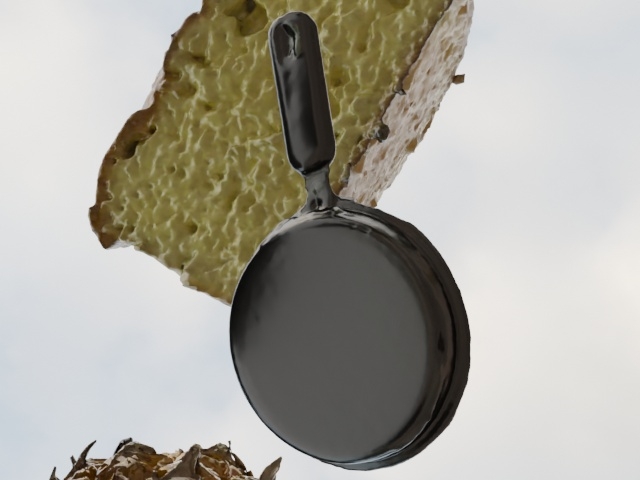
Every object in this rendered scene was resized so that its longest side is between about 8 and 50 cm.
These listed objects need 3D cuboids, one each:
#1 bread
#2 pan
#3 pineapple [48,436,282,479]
[{"bbox_3d":[-0.010,-0.106,1.151,0.340,0.194,0.179,-58,-18,6],"label":"bread"},{"bbox_3d":[0.000,0.000,0.753,0.028,0.136,0.235,-4,-99,-59],"label":"pan"},{"bbox_3d":[-0.088,0.202,0.820,0.224,0.076,0.225,0,-107,0],"label":"pineapple"}]
